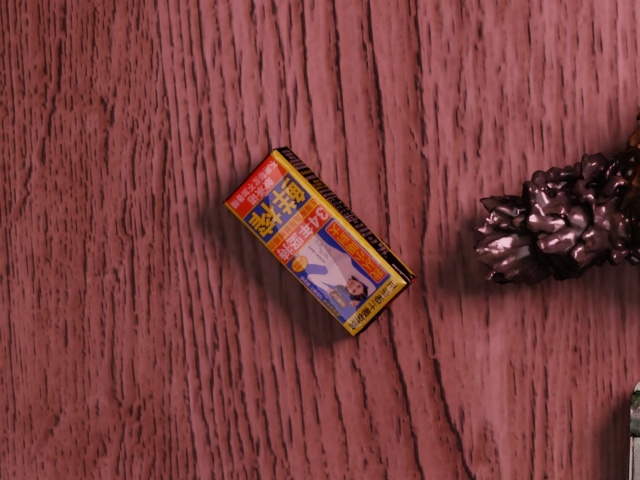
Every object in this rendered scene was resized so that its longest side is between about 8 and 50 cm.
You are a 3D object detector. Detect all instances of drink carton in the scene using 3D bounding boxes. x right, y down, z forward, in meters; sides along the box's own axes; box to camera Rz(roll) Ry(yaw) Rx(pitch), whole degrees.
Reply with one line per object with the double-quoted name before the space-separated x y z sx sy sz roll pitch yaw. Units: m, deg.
"drink carton" 0.000 0.000 1.644 0.166 0.056 0.071 46 106 5

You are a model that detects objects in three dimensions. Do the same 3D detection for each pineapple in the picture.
"pineapple" 0.303 -0.034 1.535 0.362 0.202 0.202 -20 89 21

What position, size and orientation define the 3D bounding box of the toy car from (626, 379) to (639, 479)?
"toy car" 0.302 0.222 1.592 0.090 0.076 0.224 1 84 10
